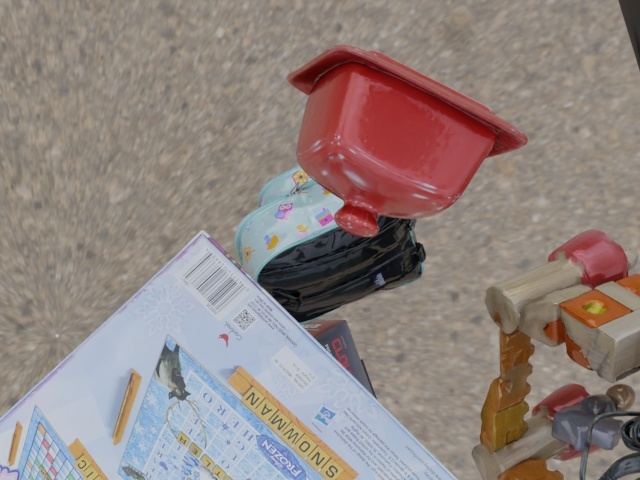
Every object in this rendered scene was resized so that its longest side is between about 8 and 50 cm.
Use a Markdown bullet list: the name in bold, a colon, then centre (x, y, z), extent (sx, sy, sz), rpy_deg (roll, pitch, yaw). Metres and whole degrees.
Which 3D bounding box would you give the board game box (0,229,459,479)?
- **board game box**: centre (-0.091, 0.208, 0.941), extent (0.318, 0.066, 0.319), rpy_deg (-43, 68, -9)

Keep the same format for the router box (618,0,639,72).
- **router box**: centre (0.235, -0.078, 0.481), extent (0.243, 0.081, 0.308), rpy_deg (-21, 96, -26)

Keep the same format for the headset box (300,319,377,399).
- **headset box**: centre (-0.046, 0.240, 1.619), extent (0.293, 0.110, 0.218), rpy_deg (-27, 103, -35)

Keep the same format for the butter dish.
- **butter dish**: centre (0.045, -0.059, 0.974), extent (0.160, 0.160, 0.118), rpy_deg (24, 81, -14)

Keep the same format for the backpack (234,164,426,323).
- **backpack**: centre (0.000, 0.000, 1.434), extent (0.188, 0.166, 0.144), rpy_deg (-30, 57, -6)

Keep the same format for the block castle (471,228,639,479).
- **block castle**: centre (0.375, 0.200, 1.334), extent (0.213, 0.453, 0.303), rpy_deg (-20, 125, -30)

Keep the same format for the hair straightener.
- **hair straightener**: centre (0.293, 0.147, 1.012), extent (0.230, 0.089, 0.047), rpy_deg (-15, 112, -18)
